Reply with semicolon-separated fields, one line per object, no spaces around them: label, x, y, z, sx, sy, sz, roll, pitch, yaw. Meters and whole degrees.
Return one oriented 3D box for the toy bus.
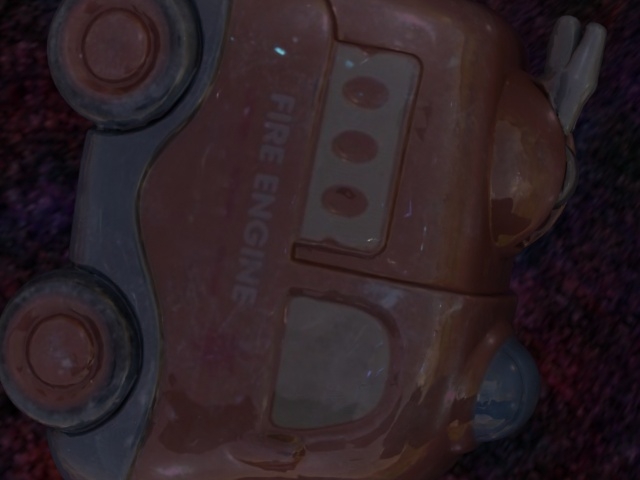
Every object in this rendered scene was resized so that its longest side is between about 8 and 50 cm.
toy bus;0.000;0.000;0.840;0.232;0.197;0.294;11;90;16
